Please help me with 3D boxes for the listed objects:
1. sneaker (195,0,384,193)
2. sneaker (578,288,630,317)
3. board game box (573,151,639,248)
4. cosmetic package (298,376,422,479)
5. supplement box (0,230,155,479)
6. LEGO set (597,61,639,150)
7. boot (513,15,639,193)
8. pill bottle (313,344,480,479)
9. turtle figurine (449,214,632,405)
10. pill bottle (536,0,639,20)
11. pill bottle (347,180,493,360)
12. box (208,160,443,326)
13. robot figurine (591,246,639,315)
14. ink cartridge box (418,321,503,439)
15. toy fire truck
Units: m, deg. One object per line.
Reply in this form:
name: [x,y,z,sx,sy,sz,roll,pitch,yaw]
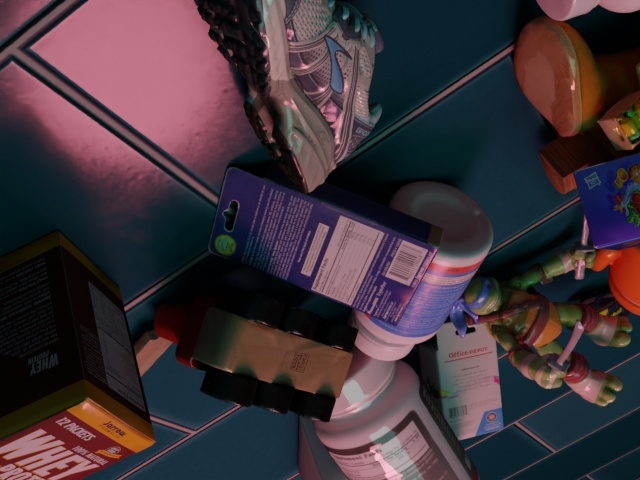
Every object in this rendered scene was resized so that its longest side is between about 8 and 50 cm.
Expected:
sneaker: [-0.016,-0.168,0.657,0.122,0.110,0.283,-37,149,-12]
sneaker: [0.458,0.105,1.306,0.144,0.059,0.053,-16,116,-37]
board game box: [0.417,-0.055,0.873,0.233,0.078,0.347,-16,173,22]
cosmetic package: [0.087,0.362,1.351,0.224,0.138,0.224,-14,145,-13]
supplement box: [-0.292,0.134,0.788,0.191,0.194,0.129,-26,145,3]
LEGO set: [0.402,-0.153,0.770,0.287,0.107,0.132,-13,120,-33]
boot: [0.320,-0.176,0.829,0.211,0.104,0.295,-32,149,3]
pill bottle: [0.091,0.266,1.117,0.161,0.161,0.283,-29,110,8]
turtle figurine: [0.344,0.111,1.090,0.266,0.197,0.275,30,125,-31]
pill bottle: [0.283,-0.261,0.662,0.216,0.121,0.121,-22,145,-3]
pill bottle: [0.106,0.046,0.961,0.124,0.124,0.221,-5,140,-25]
box: [0.000,0.000,0.850,0.225,0.036,0.136,21,135,0]
robot figurine: [0.481,0.027,1.150,0.158,0.128,0.219,-25,145,-12]
ink cartridge box: [0.214,0.205,1.237,0.104,0.181,0.061,-8,-175,-21]
toy fire truck: [-0.116,0.135,0.965,0.217,0.246,0.158,25,81,-49]
